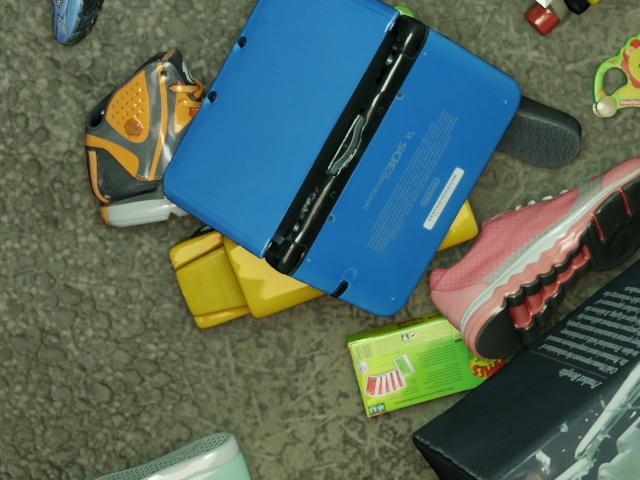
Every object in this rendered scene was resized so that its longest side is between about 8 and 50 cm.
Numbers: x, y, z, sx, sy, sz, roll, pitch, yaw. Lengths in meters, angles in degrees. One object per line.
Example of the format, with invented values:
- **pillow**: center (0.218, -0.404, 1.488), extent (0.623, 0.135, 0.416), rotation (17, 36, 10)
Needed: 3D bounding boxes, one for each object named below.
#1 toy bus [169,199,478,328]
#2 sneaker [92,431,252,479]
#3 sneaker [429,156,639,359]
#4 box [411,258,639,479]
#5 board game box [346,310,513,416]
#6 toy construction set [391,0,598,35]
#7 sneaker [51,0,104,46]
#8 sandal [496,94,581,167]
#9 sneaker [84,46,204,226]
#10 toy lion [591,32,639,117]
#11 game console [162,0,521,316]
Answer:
- **toy bus**: center (0.000, 0.000, 1.765), extent (0.333, 0.130, 0.108), rotation (-21, 100, 2)
- **sneaker**: center (-0.192, 0.338, 1.837), extent (0.256, 0.094, 0.151), rotation (-21, 103, 3)
- **sneaker**: center (0.251, -0.009, 1.782), extent (0.314, 0.136, 0.116), rotation (-38, 140, -14)
- **box**: center (0.443, 0.274, 1.704), extent (0.472, 0.297, 0.480), rotation (-37, 99, -7)
- **board game box**: center (0.129, 0.134, 1.837), extent (0.181, 0.043, 0.092), rotation (-15, 100, 1)
- **toy construction set**: center (0.176, -0.319, 1.662), extent (0.309, 0.237, 0.257), rotation (-22, 100, 3)
- **sneaker**: center (-0.289, -0.324, 1.735), extent (0.087, 0.083, 0.221), rotation (-2, 95, 12)
- **sandal**: center (0.176, -0.157, 1.780), extent (0.255, 0.054, 0.097), rotation (26, 137, -16)
- **sneaker**: center (-0.108, -0.131, 1.742), extent (0.321, 0.124, 0.180), rotation (-12, 101, 0)
- **toy lion**: center (0.360, -0.189, 1.798), extent (0.100, 0.034, 0.096), rotation (-2, 93, -1)
- **game console**: center (0.023, -0.106, 1.672), extent (0.250, 0.173, 0.293), rotation (25, 98, -35)
